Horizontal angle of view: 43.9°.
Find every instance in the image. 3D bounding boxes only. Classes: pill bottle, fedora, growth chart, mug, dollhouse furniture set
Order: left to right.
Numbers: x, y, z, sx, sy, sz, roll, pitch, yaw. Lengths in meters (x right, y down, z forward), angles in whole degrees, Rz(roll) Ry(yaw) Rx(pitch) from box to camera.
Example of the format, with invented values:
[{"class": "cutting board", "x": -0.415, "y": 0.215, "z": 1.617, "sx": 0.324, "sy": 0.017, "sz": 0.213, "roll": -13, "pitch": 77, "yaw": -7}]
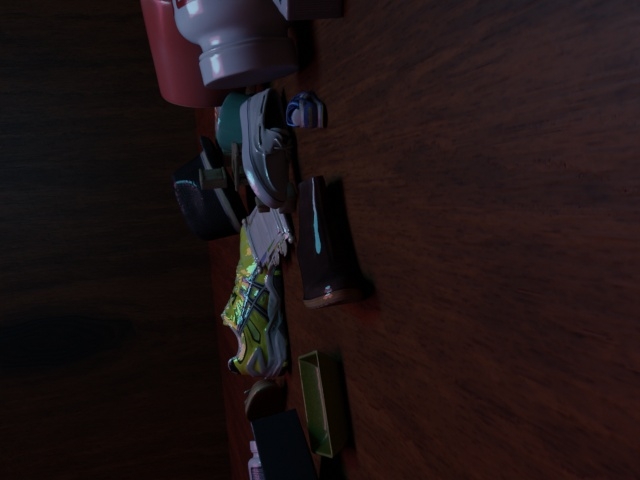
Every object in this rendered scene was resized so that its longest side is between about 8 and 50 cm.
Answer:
[{"class": "fedora", "x": -0.303, "y": -0.110, "z": 2.154, "sx": 0.334, "sy": 0.153, "sz": 0.334, "roll": 155, "pitch": 90, "yaw": -89}, {"class": "pill bottle", "x": -0.161, "y": -0.486, "z": 1.397, "sx": 0.229, "sy": 0.229, "sz": 0.407, "roll": -174, "pitch": 73, "yaw": -76}, {"class": "dollhouse furniture set", "x": -0.155, "y": -0.133, "z": 1.662, "sx": 0.161, "sy": 0.182, "sz": 0.101, "roll": -112, "pitch": 20, "yaw": -49}, {"class": "mug", "x": -0.155, "y": -0.269, "z": 1.761, "sx": 0.129, "sy": 0.097, "sz": 0.157, "roll": 51, "pitch": -125, "yaw": -74}, {"class": "growth chart", "x": -0.121, "y": -0.016, "z": 1.798, "sx": 0.237, "sy": 0.021, "sz": 0.171, "roll": -45, "pitch": 57, "yaw": 57}, {"class": "pill bottle", "x": -0.132, "y": 0.609, "z": 2.071, "sx": 0.108, "sy": 0.108, "sz": 0.180, "roll": 135, "pitch": 128, "yaw": -73}]

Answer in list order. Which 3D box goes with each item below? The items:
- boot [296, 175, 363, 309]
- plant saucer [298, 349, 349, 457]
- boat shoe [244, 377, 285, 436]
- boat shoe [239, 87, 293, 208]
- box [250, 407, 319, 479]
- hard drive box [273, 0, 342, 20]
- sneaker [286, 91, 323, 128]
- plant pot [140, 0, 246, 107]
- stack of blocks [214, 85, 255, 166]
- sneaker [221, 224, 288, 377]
[{"class": "boot", "x": 0.000, "y": 0.000, "z": 1.270, "sx": 0.248, "sy": 0.090, "sz": 0.206, "roll": -178, "pitch": 80, "yaw": -80}, {"class": "plant saucer", "x": 0.008, "y": 0.300, "z": 1.473, "sx": 0.188, "sy": 0.045, "sz": 0.188, "roll": 135, "pitch": 127, "yaw": -73}, {"class": "boat shoe", "x": -0.155, "y": 0.428, "z": 2.089, "sx": 0.285, "sy": 0.105, "sz": 0.089, "roll": 101, "pitch": 156, "yaw": -53}, {"class": "boat shoe", "x": -0.097, "y": -0.192, "z": 1.606, "sx": 0.088, "sy": 0.096, "sz": 0.267, "roll": -31, "pitch": 51, "yaw": 33}, {"class": "box", "x": -0.050, "y": 0.494, "z": 1.579, "sx": 0.184, "sy": 0.103, "sz": 0.261, "roll": -117, "pitch": 12, "yaw": -51}, {"class": "hard drive box", "x": -0.027, "y": -0.468, "z": 1.177, "sx": 0.181, "sy": 0.089, "sz": 0.232, "roll": -117, "pitch": 24, "yaw": -54}, {"class": "sneaker", "x": -0.035, "y": -0.228, "z": 1.385, "sx": 0.144, "sy": 0.059, "sz": 0.053, "roll": -129, "pitch": 33, "yaw": -68}, {"class": "plant pot", "x": -0.267, "y": -0.443, "z": 1.787, "sx": 0.275, "sy": 0.275, "sz": 0.243, "roll": -118, "pitch": 28, "yaw": -58}, {"class": "stack of blocks", "x": -0.229, "y": -0.363, "z": 2.074, "sx": 0.171, "sy": 0.087, "sz": 0.297, "roll": -113, "pitch": 21, "yaw": -51}, {"class": "sneaker", "x": -0.168, "y": 0.143, "z": 1.927, "sx": 0.145, "sy": 0.147, "sz": 0.384, "roll": 134, "pitch": 129, "yaw": -75}]
